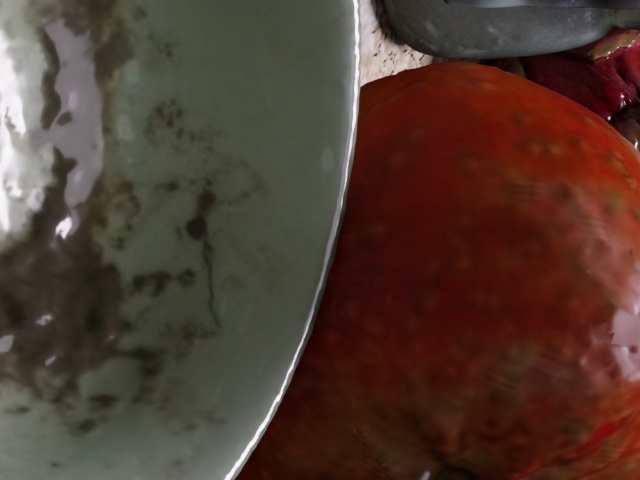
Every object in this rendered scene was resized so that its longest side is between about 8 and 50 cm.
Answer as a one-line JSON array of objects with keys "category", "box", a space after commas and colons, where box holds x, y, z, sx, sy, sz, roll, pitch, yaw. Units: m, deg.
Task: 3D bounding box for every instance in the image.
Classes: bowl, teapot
[{"category": "bowl", "box": [-0.108, -0.038, 0.381, 0.289, 0.146, 0.289, -41, 137, -54]}, {"category": "teapot", "box": [0.194, -0.242, 0.828, 0.305, 0.285, 0.223, 11, 90, -69]}]

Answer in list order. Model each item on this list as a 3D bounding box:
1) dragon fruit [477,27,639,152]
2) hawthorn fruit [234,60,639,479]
[{"category": "dragon fruit", "box": [0.273, -0.091, 1.081, 0.329, 0.329, 0.329, 11, 90, -68]}, {"category": "hawthorn fruit", "box": [0.064, 0.020, 0.632, 0.330, 0.287, 0.287, -92, 173, -45]}]
